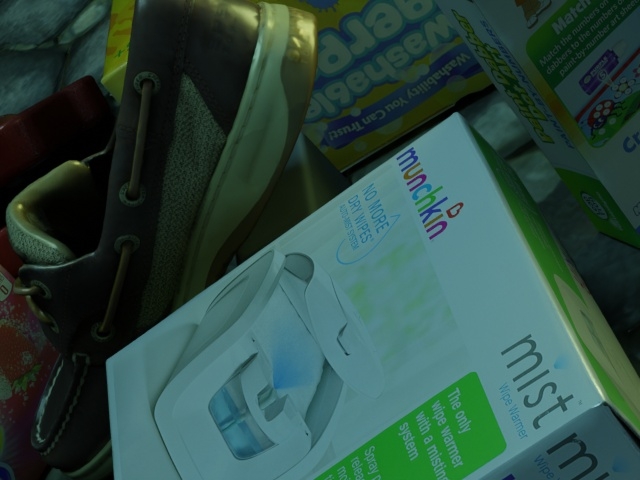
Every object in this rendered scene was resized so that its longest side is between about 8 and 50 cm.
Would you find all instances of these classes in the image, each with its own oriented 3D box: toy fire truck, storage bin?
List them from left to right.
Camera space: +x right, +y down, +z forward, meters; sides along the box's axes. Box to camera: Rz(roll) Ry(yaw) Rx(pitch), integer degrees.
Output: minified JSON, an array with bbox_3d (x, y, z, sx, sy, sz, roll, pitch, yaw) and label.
[{"bbox_3d":[-0.314,-0.022,1.361,0.302,0.169,0.254,-32,6,12],"label":"toy fire truck"},{"bbox_3d":[0.000,0.000,1.011,0.098,0.091,0.135,-32,31,13],"label":"storage bin"}]

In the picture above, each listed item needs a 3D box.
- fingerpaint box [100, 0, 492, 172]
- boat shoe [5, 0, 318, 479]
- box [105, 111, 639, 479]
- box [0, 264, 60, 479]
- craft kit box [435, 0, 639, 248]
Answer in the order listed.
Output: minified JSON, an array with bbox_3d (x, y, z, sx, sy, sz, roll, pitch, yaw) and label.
[{"bbox_3d":[0.073,-0.260,1.210,0.445,0.163,0.371,-30,31,17],"label":"fingerpaint box"},{"bbox_3d":[-0.117,-0.001,0.977,0.123,0.123,0.342,-92,25,-48],"label":"boat shoe"},{"bbox_3d":[0.033,0.100,0.804,0.231,0.127,0.262,-35,28,11],"label":"box"},{"bbox_3d":[-0.267,0.144,1.080,0.128,0.122,0.257,-8,42,43],"label":"box"},{"bbox_3d":[0.177,-0.165,0.880,0.250,0.246,0.061,-43,31,-9],"label":"craft kit box"}]
